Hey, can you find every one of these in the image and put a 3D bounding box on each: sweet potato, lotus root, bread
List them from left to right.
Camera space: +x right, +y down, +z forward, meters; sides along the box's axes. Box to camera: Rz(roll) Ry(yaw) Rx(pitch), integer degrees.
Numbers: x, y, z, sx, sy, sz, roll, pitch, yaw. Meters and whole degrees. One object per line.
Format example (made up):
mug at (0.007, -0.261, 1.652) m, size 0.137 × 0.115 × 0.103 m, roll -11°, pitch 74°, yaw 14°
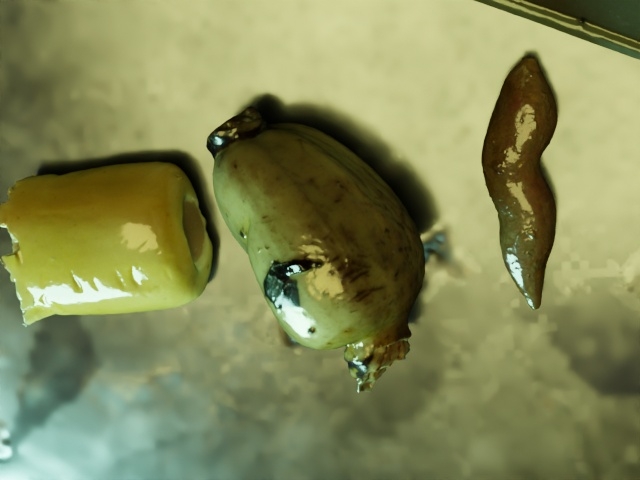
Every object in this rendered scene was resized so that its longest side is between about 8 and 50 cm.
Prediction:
bread at (-0.187, 0.003, 1.666) m, size 0.173 × 0.085 × 0.134 m, roll -7°, pitch 103°, yaw 11°
lotus root at (0.000, 0.000, 1.600) m, size 0.140 × 0.154 × 0.257 m, roll -38°, pitch 88°, yaw 37°
sweet potato at (0.169, -0.047, 1.617) m, size 0.065 × 0.051 × 0.218 m, roll 0°, pitch 103°, yaw 6°

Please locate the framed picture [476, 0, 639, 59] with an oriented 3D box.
framed picture at (0.287, -0.215, 1.496) m, size 0.324 × 0.020 × 0.240 m, roll 20°, pitch 148°, yaw 4°
